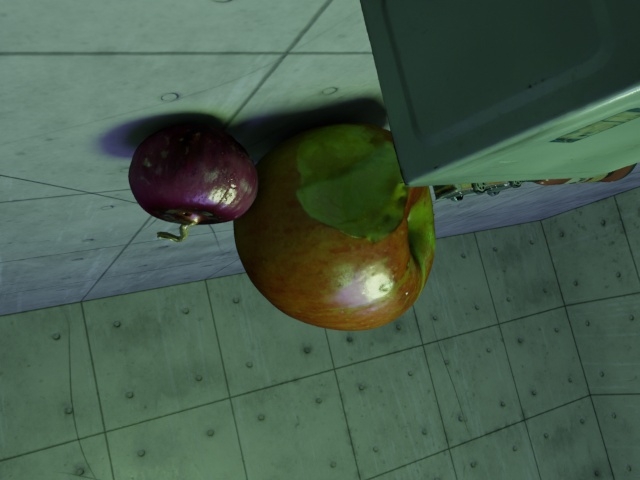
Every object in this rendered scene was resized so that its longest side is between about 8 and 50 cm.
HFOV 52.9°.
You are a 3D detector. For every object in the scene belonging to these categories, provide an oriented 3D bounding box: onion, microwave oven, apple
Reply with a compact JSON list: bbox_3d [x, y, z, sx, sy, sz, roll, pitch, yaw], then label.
[{"bbox_3d":[-0.175,-0.083,0.895,0.177,0.153,0.177,-18,-179,0],"label":"onion"},{"bbox_3d":[0.250,-0.191,0.575,0.355,0.218,0.286,-7,172,-41],"label":"microwave oven"},{"bbox_3d":[0.022,-0.021,1.034,0.340,0.339,0.339,-13,172,-2],"label":"apple"}]

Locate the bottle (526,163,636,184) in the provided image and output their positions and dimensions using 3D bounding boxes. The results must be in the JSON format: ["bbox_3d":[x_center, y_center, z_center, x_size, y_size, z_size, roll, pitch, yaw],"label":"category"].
[{"bbox_3d":[0.517,-0.187,1.367,0.336,0.144,0.144,-7,170,-29],"label":"bottle"}]

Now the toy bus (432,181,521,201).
[{"bbox_3d":[0.374,-0.154,1.482,0.268,0.106,0.092,-11,172,-32],"label":"toy bus"}]
